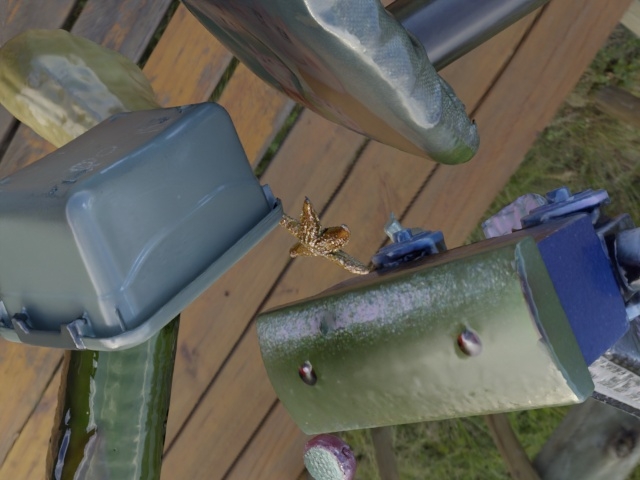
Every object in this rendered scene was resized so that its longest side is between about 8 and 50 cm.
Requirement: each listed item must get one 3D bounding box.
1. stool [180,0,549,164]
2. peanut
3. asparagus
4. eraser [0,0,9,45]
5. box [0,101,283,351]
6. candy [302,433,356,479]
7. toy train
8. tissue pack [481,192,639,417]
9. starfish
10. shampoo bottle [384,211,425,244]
[{"bbox_3d":[0.006,-0.238,0.580,0.226,0.310,0.310,-51,132,-3],"label":"stool"},{"bbox_3d":[-0.244,-0.145,1.016,0.319,0.147,0.148,34,107,12],"label":"peanut"},{"bbox_3d":[-0.186,0.101,0.804,0.108,0.128,0.382,6,99,-19],"label":"asparagus"},{"bbox_3d":[-0.580,-0.257,1.185,0.352,0.111,0.077,-29,96,-11],"label":"eraser"},{"bbox_3d":[-0.117,-0.017,0.519,0.124,0.172,0.093,0,119,33],"label":"box"},{"bbox_3d":[0.017,0.397,1.555,0.103,0.043,0.103,17,122,30],"label":"candy"},{"bbox_3d":[0.106,0.051,0.674,0.299,0.202,0.131,-20,92,45],"label":"toy train"},{"bbox_3d":[0.391,0.102,1.199,0.122,0.259,0.361,-39,139,26],"label":"tissue pack"},{"bbox_3d":[-0.001,0.001,1.553,0.240,0.227,0.043,31,70,4],"label":"starfish"},{"bbox_3d":[0.205,0.057,1.611,0.085,0.085,0.262,-39,115,10],"label":"shampoo bottle"}]
